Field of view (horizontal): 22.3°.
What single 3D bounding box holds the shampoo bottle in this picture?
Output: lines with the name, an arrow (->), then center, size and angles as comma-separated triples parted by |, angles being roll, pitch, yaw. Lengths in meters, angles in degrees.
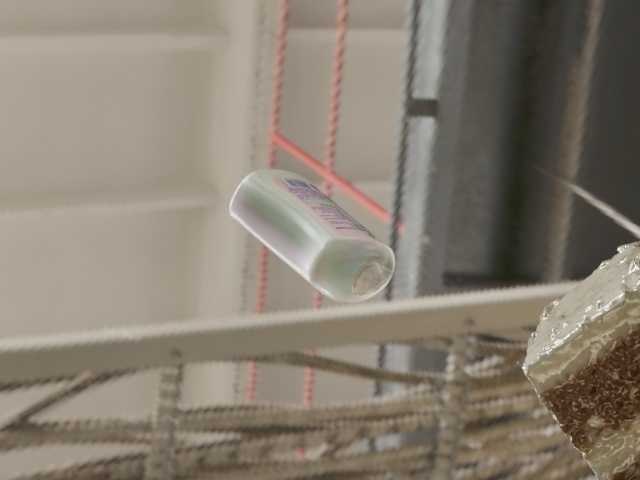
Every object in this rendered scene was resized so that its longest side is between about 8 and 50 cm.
shampoo bottle -> 0.000, 0.000, 0.966 | 0.072, 0.099, 0.043 | 12, -67, -51

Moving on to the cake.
cake -> 0.229, 0.095, 1.164 | 0.147, 0.135, 0.134 | 45, -69, -4
